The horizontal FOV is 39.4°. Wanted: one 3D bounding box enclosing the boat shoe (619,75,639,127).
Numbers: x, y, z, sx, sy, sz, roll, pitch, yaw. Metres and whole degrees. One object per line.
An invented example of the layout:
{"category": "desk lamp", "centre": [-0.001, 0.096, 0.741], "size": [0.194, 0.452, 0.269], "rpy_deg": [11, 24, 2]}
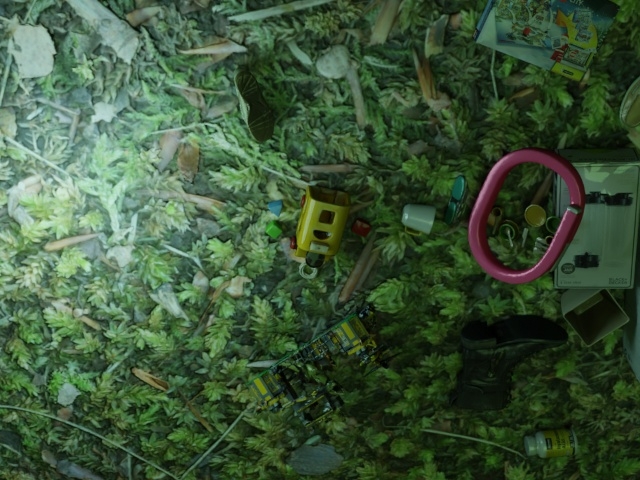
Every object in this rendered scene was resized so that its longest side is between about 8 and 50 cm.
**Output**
{"category": "boat shoe", "centre": [0.661, -0.302, 1.763], "size": [0.068, 0.072, 0.190], "rpy_deg": [21, 113, -13]}

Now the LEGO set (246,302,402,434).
{"category": "LEGO set", "centre": [0.024, 0.301, 1.914], "size": [0.331, 0.255, 0.192], "rpy_deg": [-33, 86, 0]}

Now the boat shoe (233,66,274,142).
{"category": "boat shoe", "centre": [-0.133, -0.266, 1.754], "size": [0.056, 0.048, 0.153], "rpy_deg": [-26, 122, -5]}

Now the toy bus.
{"category": "toy bus", "centre": [-0.003, -0.012, 1.846], "size": [0.191, 0.104, 0.202], "rpy_deg": [-31, 113, 11]}

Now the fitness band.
{"category": "fitness band", "centre": [0.413, -0.048, 1.816], "size": [0.209, 0.054, 0.290], "rpy_deg": [34, 121, 25]}

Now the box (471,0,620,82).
{"category": "box", "centre": [0.430, -0.418, 1.709], "size": [0.233, 0.044, 0.159], "rpy_deg": [18, 113, -12]}

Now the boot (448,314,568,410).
{"category": "boot", "centre": [0.425, 0.290, 2.040], "size": [0.263, 0.091, 0.228], "rpy_deg": [-3, 121, 2]}

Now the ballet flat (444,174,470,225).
{"category": "ballet flat", "centre": [0.292, -0.085, 1.870], "size": [0.041, 0.041, 0.114], "rpy_deg": [11, 115, -9]}

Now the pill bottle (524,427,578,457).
{"category": "pill bottle", "centre": [0.553, 0.488, 2.145], "size": [0.116, 0.065, 0.065], "rpy_deg": [-6, 116, -1]}

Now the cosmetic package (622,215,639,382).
{"category": "cosmetic package", "centre": [0.783, 0.114, 1.927], "size": [0.217, 0.156, 0.384], "rpy_deg": [-8, 117, 2]}

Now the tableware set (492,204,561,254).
{"category": "tableware set", "centre": [0.427, -0.029, 1.859], "size": [0.154, 0.024, 0.104], "rpy_deg": [26, 121, 30]}

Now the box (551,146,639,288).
{"category": "box", "centre": [0.570, -0.045, 1.858], "size": [0.169, 0.087, 0.289], "rpy_deg": [-1, 117, 11]}

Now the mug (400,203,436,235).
{"category": "mug", "centre": [0.201, -0.042, 1.870], "size": [0.064, 0.062, 0.078], "rpy_deg": [13, 108, -1]}

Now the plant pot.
{"category": "plant pot", "centre": [0.592, 0.145, 1.963], "size": [0.109, 0.096, 0.109], "rpy_deg": [-36, 113, 14]}
